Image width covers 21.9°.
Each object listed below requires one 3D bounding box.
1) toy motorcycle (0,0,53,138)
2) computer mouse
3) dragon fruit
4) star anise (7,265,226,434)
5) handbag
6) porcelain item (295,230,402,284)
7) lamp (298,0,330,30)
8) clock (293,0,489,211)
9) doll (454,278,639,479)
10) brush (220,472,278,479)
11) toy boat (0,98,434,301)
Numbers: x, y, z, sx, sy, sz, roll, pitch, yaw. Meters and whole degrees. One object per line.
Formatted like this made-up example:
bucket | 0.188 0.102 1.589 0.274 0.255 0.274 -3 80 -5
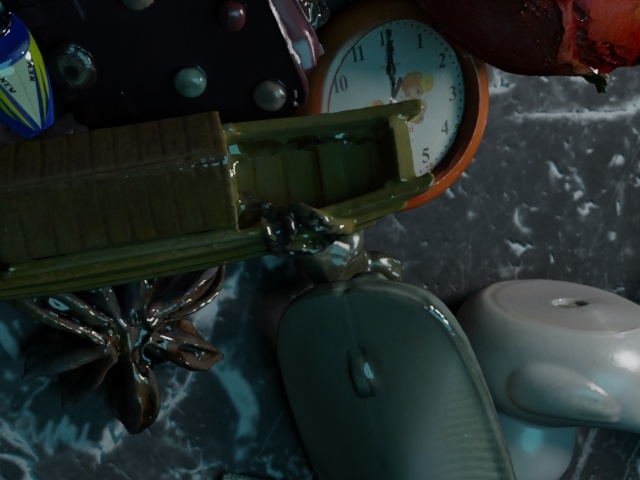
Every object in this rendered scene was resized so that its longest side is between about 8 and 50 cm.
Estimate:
toy motorcycle | -0.289 -0.219 1.209 0.113 0.169 0.315 -35 117 -21
computer mouse | 0.069 0.178 1.527 0.095 0.197 0.331 -66 142 -51
dragon fruit | 0.198 -0.288 1.424 0.302 0.295 0.295 36 83 -19
star anise | -0.174 0.059 1.412 0.236 0.093 0.229 11 103 -29
handbag | -0.128 -0.170 1.316 0.216 0.074 0.203 -15 123 18
porcelain item | 0.000 0.000 1.504 0.069 0.081 0.216 -34 133 30
lamp | -0.091 -0.261 1.354 0.118 0.118 0.253 -40 122 -16
clock | 0.066 -0.126 1.523 0.205 0.051 0.205 -8 105 -30
doll | 0.222 0.155 1.610 0.251 0.221 0.221 6 104 12
brush | -0.105 0.373 1.583 0.090 0.017 0.314 14 96 -31
toy boat | -0.137 -0.041 1.283 0.445 0.162 0.136 -8 74 -5
